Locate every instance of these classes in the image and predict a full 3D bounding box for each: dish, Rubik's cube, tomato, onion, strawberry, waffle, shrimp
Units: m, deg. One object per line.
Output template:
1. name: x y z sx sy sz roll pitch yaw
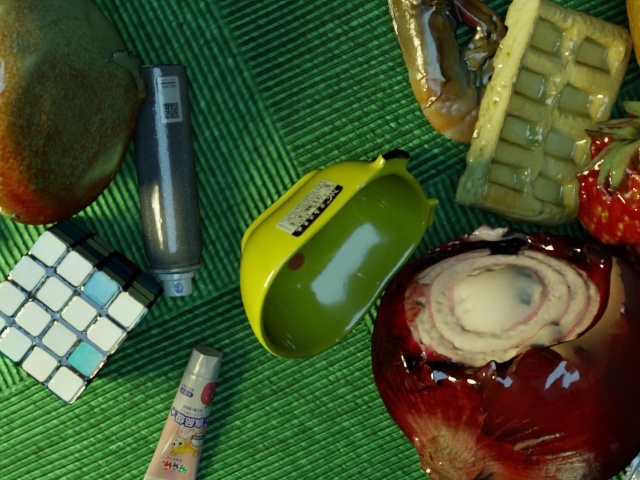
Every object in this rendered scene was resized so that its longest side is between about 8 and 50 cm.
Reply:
1. dish: 0.000 0.000 1.250 0.262 0.221 0.108 -49 59 -2
2. Rubik's cube: -0.301 0.081 1.322 0.154 0.151 0.155 38 95 -5
3. tomato: -0.337 -0.172 1.223 0.303 0.303 0.239 44 77 -7
4. onion: 0.231 0.145 1.278 0.341 0.341 0.341 0 97 -3
5. strawberry: 0.388 0.008 1.295 0.137 0.233 0.306 -19 114 5
6. waffle: 0.276 -0.153 1.340 0.168 0.057 0.274 14 96 -28
7. shrimp: 0.166 -0.257 1.346 0.152 0.063 0.287 -22 101 -2

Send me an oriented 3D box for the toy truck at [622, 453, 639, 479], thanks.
1. toy truck: 0.523 0.372 1.415 0.285 0.111 0.136 22 97 -3

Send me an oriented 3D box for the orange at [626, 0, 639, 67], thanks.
1. orange: 0.512 -0.256 1.229 0.322 0.322 0.357 -14 85 -1

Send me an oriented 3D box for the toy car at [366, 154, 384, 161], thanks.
1. toy car: 0.012 -0.020 1.361 0.224 0.076 0.090 -33 97 -2

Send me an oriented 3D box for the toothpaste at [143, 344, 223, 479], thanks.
1. toothpaste: -0.170 0.230 1.403 0.067 0.043 0.195 15 101 -6

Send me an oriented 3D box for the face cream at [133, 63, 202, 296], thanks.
1. face cream: -0.188 -0.073 1.346 0.073 0.073 0.284 -5 97 -2
